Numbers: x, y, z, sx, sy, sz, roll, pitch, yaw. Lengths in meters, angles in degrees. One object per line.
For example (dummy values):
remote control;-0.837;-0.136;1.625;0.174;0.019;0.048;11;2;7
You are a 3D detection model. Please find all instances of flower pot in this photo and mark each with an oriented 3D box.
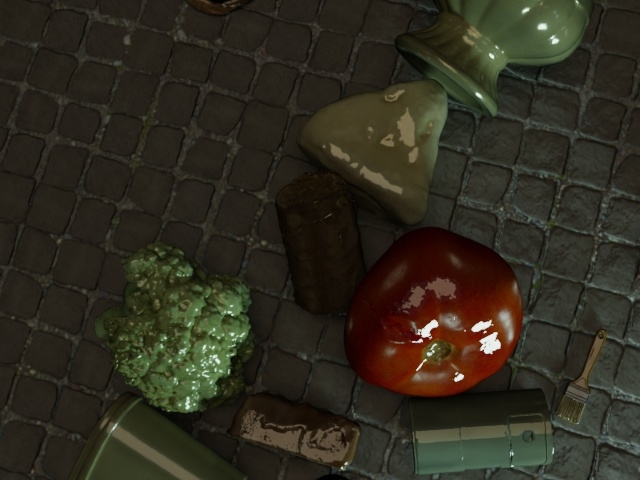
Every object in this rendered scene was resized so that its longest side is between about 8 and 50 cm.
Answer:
flower pot;0.269;-0.365;1.557;0.307;0.307;0.244;37;93;9

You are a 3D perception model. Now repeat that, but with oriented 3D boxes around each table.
table;0.256;0.310;1.523;0.219;0.126;0.127;-6;80;3

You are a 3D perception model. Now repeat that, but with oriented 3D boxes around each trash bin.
trash bin;-0.270;0.401;1.522;0.247;0.121;0.243;31;116;6

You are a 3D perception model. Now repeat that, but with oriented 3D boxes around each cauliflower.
cauliflower;-0.235;0.129;1.543;0.260;0.327;0.281;-26;34;-14

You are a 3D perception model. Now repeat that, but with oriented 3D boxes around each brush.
brush;0.446;0.227;1.579;0.043;0.014;0.170;23;82;10

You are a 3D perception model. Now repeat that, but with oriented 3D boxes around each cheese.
cheese;0.091;-0.174;1.594;0.247;0.173;0.251;21;83;-1

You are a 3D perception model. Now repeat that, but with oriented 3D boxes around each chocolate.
chocolate;-0.041;0.309;1.538;0.214;0.148;0.093;18;77;5

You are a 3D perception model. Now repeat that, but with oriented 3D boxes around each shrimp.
shrimp;-0.166;-0.519;1.736;0.152;0.046;0.219;38;89;10

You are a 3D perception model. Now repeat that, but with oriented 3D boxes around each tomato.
tomato;0.175;0.113;1.500;0.298;0.299;0.226;-16;39;2

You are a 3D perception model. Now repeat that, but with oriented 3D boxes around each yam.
yam;0.001;0.001;1.546;0.128;0.238;0.129;23;51;37

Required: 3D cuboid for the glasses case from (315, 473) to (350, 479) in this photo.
glasses case;-0.052;0.515;1.526;0.314;0.075;0.122;-43;60;-8
